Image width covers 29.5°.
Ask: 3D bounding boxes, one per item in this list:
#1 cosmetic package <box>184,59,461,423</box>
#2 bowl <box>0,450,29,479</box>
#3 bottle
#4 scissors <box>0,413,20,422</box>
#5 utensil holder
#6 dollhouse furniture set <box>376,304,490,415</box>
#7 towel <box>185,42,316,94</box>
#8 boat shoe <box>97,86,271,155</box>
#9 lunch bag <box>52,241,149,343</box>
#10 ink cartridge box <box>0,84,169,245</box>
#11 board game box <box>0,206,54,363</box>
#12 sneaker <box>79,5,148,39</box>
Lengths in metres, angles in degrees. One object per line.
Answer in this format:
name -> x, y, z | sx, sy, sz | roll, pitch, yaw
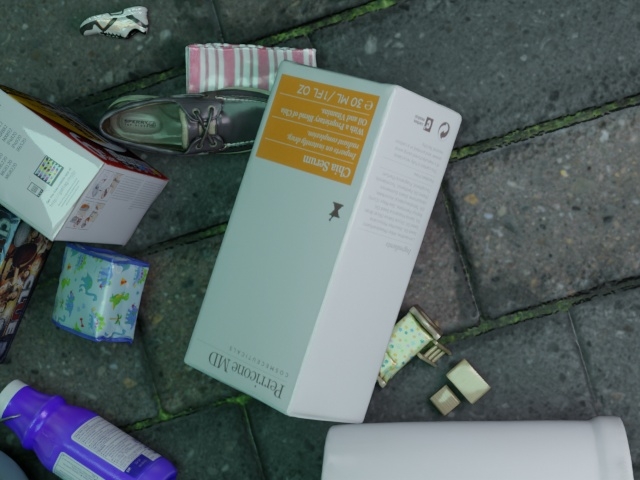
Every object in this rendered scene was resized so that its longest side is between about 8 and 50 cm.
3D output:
cosmetic package -> 0.000, 0.000, 1.688 | 0.230, 0.161, 0.453 | 19, 92, 42
bowl -> -0.537, 0.415, 1.778 | 0.311, 0.163, 0.312 | 1, 109, 2
bottle -> -0.354, 0.306, 1.799 | 0.283, 0.118, 0.092 | 30, 105, 10
scissors -> -0.564, 0.300, 1.834 | 0.297, 0.109, 0.021 | -13, 59, 11
utensil holder -> 0.203, 0.392, 1.605 | 0.385, 0.327, 0.328 | 0, 89, 7
dollhouse furniture set -> 0.122, 0.212, 1.739 | 0.182, 0.101, 0.161 | -43, 84, 6
towel -> -0.105, -0.217, 1.801 | 0.197, 0.029, 0.144 | 4, 105, 9
boat shoe -> -0.185, -0.167, 1.767 | 0.285, 0.092, 0.103 | 2, 109, 10
lunch bag -> -0.339, 0.077, 1.816 | 0.151, 0.096, 0.129 | 13, 91, 38
ink cartridge box -> -0.394, -0.121, 1.717 | 0.272, 0.309, 0.130 | 35, 94, 7
board game box -> -0.473, 0.071, 1.799 | 0.042, 0.165, 0.243 | 23, 93, 8
sneaker -> -0.313, -0.324, 1.845 | 0.109, 0.040, 0.044 | -12, 89, 8
